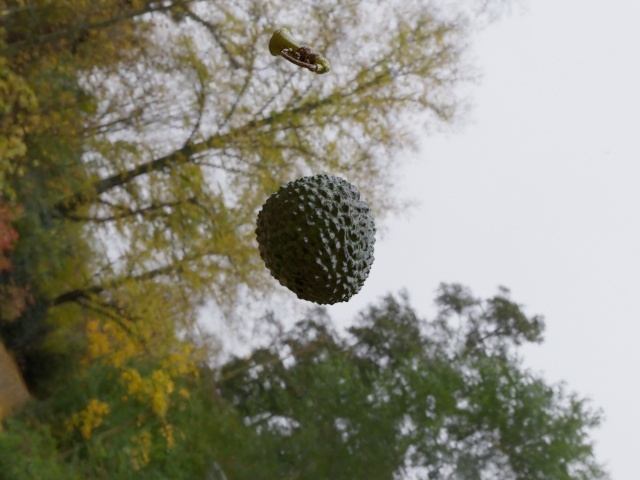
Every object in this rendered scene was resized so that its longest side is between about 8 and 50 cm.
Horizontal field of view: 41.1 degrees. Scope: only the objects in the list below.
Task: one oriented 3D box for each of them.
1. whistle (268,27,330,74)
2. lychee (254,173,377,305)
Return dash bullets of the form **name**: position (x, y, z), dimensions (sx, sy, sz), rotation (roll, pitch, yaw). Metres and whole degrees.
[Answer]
- **whistle**: position (-0.032, -0.278, 1.264), dimensions (0.109, 0.046, 0.057), rotation (38, 2, 37)
- **lychee**: position (0.000, 0.000, 1.067), dimensions (0.171, 0.171, 0.171), rotation (53, -25, 38)
